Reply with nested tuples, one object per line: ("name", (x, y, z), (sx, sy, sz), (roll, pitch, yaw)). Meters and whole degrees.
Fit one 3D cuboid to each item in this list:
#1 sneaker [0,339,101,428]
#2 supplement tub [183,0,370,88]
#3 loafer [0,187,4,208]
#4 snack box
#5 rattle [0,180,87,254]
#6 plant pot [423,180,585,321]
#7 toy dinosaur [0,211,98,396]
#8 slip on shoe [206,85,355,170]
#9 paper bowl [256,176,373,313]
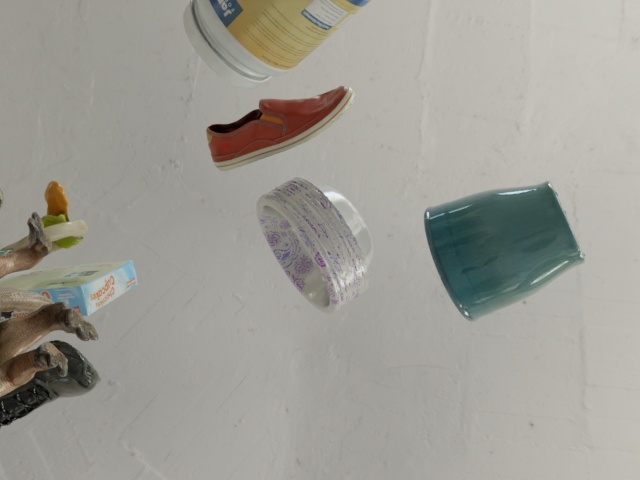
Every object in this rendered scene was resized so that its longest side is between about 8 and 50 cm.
("sneaker", (-0.483, 0.245, 0.785), (0.109, 0.286, 0.130), (64, -153, -26))
("supplement tub", (-0.044, -0.277, 0.535), (0.144, 0.200, 0.144), (31, -135, -36))
("loafer", (-0.679, -0.033, 0.835), (0.092, 0.101, 0.268), (19, -146, 28))
("snack box", (-0.540, 0.098, 0.905), (0.322, 0.187, 0.060), (-6, -79, 6))
("rattle", (-0.552, -0.026, 0.890), (0.200, 0.130, 0.142), (-24, -75, -41))
("plant pot", (0.396, 0.007, 1.022), (0.255, 0.272, 0.271), (-23, -107, 27))
("toy dinosaur", (-0.290, 0.078, 0.334), (0.200, 0.296, 0.127), (-27, -77, -5))
("slip on shoe", (-0.087, -0.248, 0.996), (0.331, 0.123, 0.101), (-20, -61, 10))
("paper bowl", (0.000, 0.000, 1.012), (0.148, 0.284, 0.284), (-32, -100, -18))
